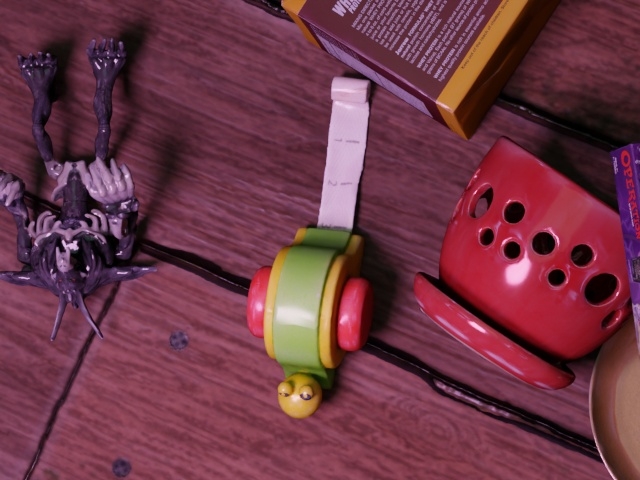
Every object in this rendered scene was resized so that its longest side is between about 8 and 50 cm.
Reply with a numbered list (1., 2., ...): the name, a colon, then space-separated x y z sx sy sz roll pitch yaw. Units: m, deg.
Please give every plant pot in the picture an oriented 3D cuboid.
1. plant pot: 0.361 0.147 1.746 0.236 0.032 0.236 -1 82 10
2. plant pot: 0.193 0.028 1.718 0.191 0.191 0.174 33 95 14

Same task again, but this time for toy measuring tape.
1. toy measuring tape: 0.000 0.000 1.795 0.121 0.121 0.330 7 83 12

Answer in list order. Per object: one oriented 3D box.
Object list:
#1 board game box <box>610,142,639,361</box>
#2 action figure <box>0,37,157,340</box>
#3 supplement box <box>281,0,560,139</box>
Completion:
1. board game box: 0.423 0.006 1.646 0.347 0.056 0.208 -6 89 -18
2. action figure: -0.243 -0.049 1.836 0.164 0.141 0.276 -4 77 8
3. supplement box: 0.103 -0.233 1.803 0.194 0.129 0.191 33 89 13
